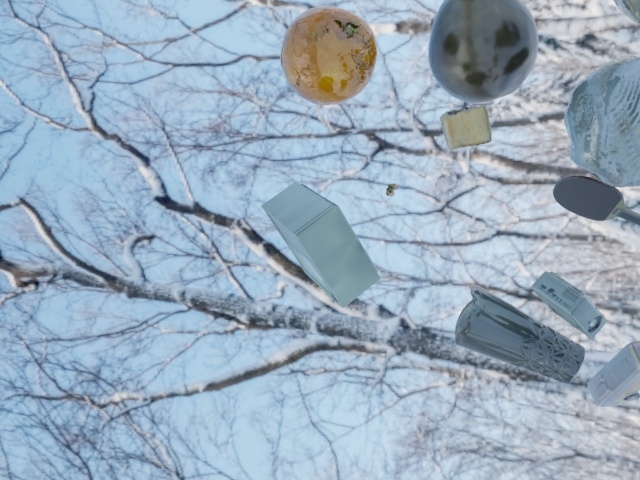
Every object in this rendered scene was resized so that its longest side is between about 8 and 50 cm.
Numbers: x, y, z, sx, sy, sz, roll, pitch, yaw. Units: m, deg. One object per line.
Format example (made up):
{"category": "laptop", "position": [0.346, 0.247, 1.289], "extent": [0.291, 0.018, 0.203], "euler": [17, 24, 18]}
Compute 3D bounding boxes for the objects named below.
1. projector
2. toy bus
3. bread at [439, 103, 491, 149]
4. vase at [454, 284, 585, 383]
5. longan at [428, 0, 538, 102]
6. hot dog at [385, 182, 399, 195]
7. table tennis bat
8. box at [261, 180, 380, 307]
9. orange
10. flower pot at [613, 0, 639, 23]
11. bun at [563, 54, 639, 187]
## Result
{"category": "projector", "position": [0.528, 0.134, 1.406], "extent": [0.061, 0.115, 0.147], "euler": [-50, -47, 4]}
{"category": "toy bus", "position": [0.776, 0.343, 1.693], "extent": [0.268, 0.106, 0.092], "euler": [98, 163, -55]}
{"category": "bread", "position": [0.380, -0.297, 1.735], "extent": [0.082, 0.125, 0.106], "euler": [-58, -45, -63]}
{"category": "vase", "position": [0.478, 0.243, 1.628], "extent": [0.156, 0.300, 0.251], "euler": [-61, -12, -22]}
{"category": "longan", "position": [0.441, -0.538, 1.826], "extent": [0.319, 0.318, 0.319], "euler": [-7, -82, -58]}
{"category": "hot dog", "position": [0.173, -0.124, 1.628], "extent": [0.037, 0.021, 0.083], "euler": [-58, -12, 6]}
{"category": "table tennis bat", "position": [0.817, -0.100, 1.905], "extent": [0.022, 0.301, 0.173], "euler": [-61, -12, -27]}
{"category": "box", "position": [0.000, 0.000, 1.539], "extent": [0.117, 0.225, 0.225], "euler": [-37, -60, -9]}
{"category": "orange", "position": [0.017, -0.459, 1.664], "extent": [0.246, 0.246, 0.246], "euler": [-7, -82, -58]}
{"category": "flower pot", "position": [0.716, -0.568, 1.331], "extent": [0.330, 0.293, 0.294], "euler": [-57, -42, -54]}
{"category": "bun", "position": [0.763, -0.307, 1.726], "extent": [0.354, 0.194, 0.355], "euler": [-4, -83, -32]}
